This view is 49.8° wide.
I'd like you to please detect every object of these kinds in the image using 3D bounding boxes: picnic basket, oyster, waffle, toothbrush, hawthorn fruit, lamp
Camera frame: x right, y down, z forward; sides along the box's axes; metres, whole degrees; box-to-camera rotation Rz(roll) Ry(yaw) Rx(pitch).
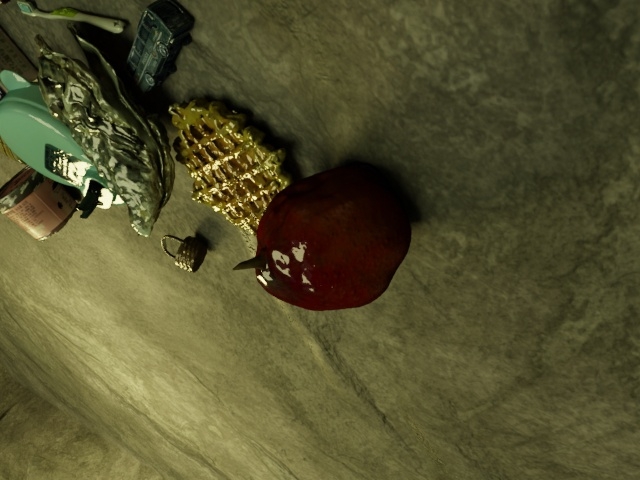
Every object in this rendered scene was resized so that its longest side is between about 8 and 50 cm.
[{"bbox_3d":[-0.264,0.018,1.311,0.083,0.072,0.072,21,143,9],"label":"picnic basket"},{"bbox_3d":[-0.324,-0.173,1.075,0.158,0.162,0.351,-23,99,9],"label":"oyster"},{"bbox_3d":[-0.129,-0.100,1.055,0.245,0.052,0.254,27,145,26],"label":"waffle"},{"bbox_3d":[-0.390,-0.347,1.076,0.262,0.022,0.026,21,153,30],"label":"toothbrush"},{"bbox_3d":[0.000,0.000,0.889,0.189,0.251,0.190,16,113,45],"label":"hawthorn fruit"},{"bbox_3d":[-0.441,-0.168,1.215,0.284,0.147,0.209,48,151,1],"label":"lamp"}]

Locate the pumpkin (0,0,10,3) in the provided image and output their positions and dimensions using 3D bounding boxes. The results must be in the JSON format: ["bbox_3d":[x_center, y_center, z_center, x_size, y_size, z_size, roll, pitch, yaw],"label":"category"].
[{"bbox_3d":[-0.398,-0.385,0.886,0.280,0.190,0.139,-13,120,52],"label":"pumpkin"}]

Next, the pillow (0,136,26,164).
[{"bbox_3d":[-0.736,-0.246,1.535,0.203,0.038,0.113,26,144,25],"label":"pillow"}]

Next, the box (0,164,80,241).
[{"bbox_3d":[-0.613,-0.083,1.502,0.151,0.151,0.135,-4,134,48],"label":"box"}]

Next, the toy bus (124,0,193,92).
[{"bbox_3d":[-0.232,-0.272,0.973,0.065,0.047,0.166,49,147,-3],"label":"toy bus"}]

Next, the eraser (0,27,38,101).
[{"bbox_3d":[-0.650,-0.372,1.259,0.287,0.086,0.130,51,147,-13],"label":"eraser"}]
